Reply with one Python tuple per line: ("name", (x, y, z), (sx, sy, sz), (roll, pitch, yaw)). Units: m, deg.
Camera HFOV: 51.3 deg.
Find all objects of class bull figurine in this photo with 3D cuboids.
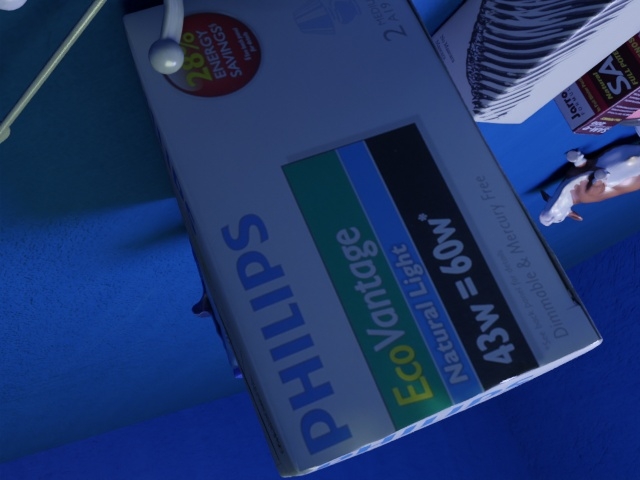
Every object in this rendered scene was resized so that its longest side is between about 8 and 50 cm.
("bull figurine", (0.568, -0.133, 1.309), (0.310, 0.101, 0.188), (-25, 161, 10))

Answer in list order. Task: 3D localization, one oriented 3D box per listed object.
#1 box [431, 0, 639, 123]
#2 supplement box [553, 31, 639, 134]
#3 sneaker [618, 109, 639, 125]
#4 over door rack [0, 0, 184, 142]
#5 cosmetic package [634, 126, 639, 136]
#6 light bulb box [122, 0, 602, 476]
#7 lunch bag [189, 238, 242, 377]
("box", (0.235, -0.228, 0.607), (0.094, 0.113, 0.275), (-6, 155, -39))
("supplement box", (0.349, -0.231, 0.701), (0.073, 0.130, 0.239), (-7, 156, -42))
("sneaker", (0.491, -0.271, 0.848), (0.314, 0.116, 0.136), (-32, 143, 24))
("over door rack", (-0.200, -0.139, 0.349), (0.324, 0.108, 0.239), (-30, 160, 25))
("cosmetic package", (0.593, -0.233, 1.017), (0.085, 0.117, 0.231), (-13, 162, -24))
("light bulb box", (0.005, 0.010, 0.621), (0.225, 0.358, 0.361), (-20, 164, -12))
("lunch bag", (-0.031, 0.040, 0.893), (0.293, 0.221, 0.138), (-21, 162, -4))
